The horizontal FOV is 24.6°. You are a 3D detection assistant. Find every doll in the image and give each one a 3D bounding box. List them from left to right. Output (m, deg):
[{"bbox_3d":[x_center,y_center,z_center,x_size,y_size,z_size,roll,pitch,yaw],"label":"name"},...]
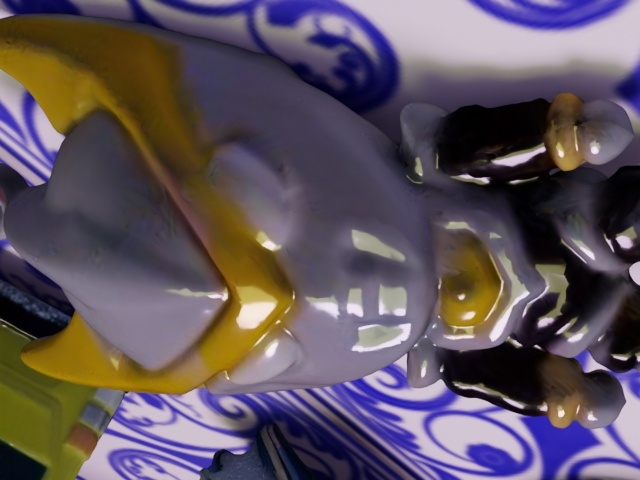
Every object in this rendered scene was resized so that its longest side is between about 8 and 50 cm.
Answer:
[{"bbox_3d":[0.000,0.005,0.544,0.316,0.103,0.145,5,140,18],"label":"doll"}]

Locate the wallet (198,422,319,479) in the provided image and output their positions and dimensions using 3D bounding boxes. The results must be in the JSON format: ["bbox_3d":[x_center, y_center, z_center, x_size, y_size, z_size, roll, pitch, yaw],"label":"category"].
[{"bbox_3d":[0.019,0.197,0.800,0.202,0.059,0.141,49,-175,-34],"label":"wallet"}]

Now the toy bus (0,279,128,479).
[{"bbox_3d":[-0.206,0.128,0.815,0.128,0.150,0.262,29,149,-6],"label":"toy bus"}]
